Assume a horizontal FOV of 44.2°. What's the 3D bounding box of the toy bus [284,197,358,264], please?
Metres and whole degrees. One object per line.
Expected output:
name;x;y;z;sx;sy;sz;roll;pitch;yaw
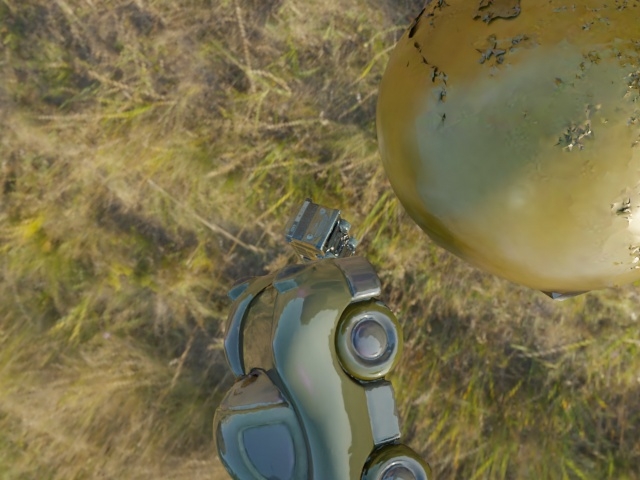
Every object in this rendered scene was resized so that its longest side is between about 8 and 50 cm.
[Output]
toy bus;0.000;0.000;1.470;0.103;0.091;0.182;21;163;20

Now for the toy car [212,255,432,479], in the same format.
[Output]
toy car;-0.035;0.199;0.894;0.242;0.226;0.335;163;96;-68

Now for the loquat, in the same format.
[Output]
loquat;0.156;-0.076;0.513;0.235;0.235;0.235;14;136;15
